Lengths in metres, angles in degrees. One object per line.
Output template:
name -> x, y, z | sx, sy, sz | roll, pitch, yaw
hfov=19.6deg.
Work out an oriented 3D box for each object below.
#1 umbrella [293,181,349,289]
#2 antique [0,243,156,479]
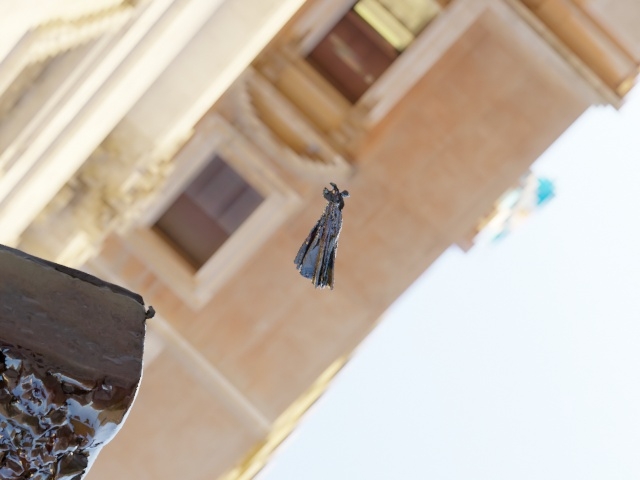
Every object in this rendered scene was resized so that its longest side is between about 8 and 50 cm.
umbrella -> 0.002, 0.000, 1.036 | 0.020, 0.083, 0.031 | 1, -131, -18
antique -> -0.231, 0.028, 0.822 | 0.310, 0.087, 0.093 | 21, -152, -16
